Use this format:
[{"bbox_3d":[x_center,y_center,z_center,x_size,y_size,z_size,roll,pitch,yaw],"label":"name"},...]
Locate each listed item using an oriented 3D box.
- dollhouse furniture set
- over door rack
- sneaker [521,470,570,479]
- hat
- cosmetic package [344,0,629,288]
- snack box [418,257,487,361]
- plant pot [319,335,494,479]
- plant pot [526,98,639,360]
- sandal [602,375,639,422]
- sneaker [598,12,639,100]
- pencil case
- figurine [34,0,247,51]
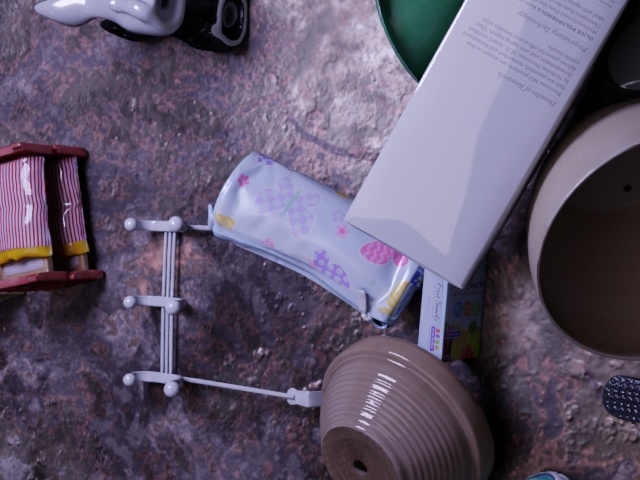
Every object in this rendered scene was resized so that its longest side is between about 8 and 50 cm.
[{"bbox_3d":[-0.510,-0.004,2.103,0.374,0.152,0.201,-14,83,31],"label":"dollhouse furniture set"},{"bbox_3d":[-0.133,0.089,1.897,0.324,0.108,0.239,3,92,32],"label":"over door rack"},{"bbox_3d":[0.183,0.361,1.699,0.275,0.110,0.107,-44,69,25],"label":"sneaker"},{"bbox_3d":[0.179,-0.298,1.664,0.184,0.173,0.208,-22,81,29],"label":"hat"},{"bbox_3d":[0.186,-0.149,1.542,0.155,0.197,0.365,29,103,7],"label":"cosmetic package"},{"bbox_3d":[0.159,0.072,1.718,0.037,0.100,0.141,6,93,32],"label":"snack box"},{"bbox_3d":[0.079,0.240,1.707,0.237,0.110,0.237,23,129,31],"label":"plant pot"},{"bbox_3d":[0.340,-0.040,1.535,0.284,0.284,0.191,-52,28,21],"label":"plant pot"},{"bbox_3d":[0.401,0.191,1.610,0.179,0.040,0.067,16,93,45],"label":"sandal"},{"bbox_3d":[0.406,-0.243,1.513,0.271,0.108,0.100,-33,72,28],"label":"sneaker"},{"bbox_3d":[0.000,0.000,1.753,0.273,0.113,0.124,30,78,7],"label":"pencil case"},{"bbox_3d":[-0.242,-0.303,1.903,0.209,0.215,0.092,2,89,34],"label":"figurine"}]
